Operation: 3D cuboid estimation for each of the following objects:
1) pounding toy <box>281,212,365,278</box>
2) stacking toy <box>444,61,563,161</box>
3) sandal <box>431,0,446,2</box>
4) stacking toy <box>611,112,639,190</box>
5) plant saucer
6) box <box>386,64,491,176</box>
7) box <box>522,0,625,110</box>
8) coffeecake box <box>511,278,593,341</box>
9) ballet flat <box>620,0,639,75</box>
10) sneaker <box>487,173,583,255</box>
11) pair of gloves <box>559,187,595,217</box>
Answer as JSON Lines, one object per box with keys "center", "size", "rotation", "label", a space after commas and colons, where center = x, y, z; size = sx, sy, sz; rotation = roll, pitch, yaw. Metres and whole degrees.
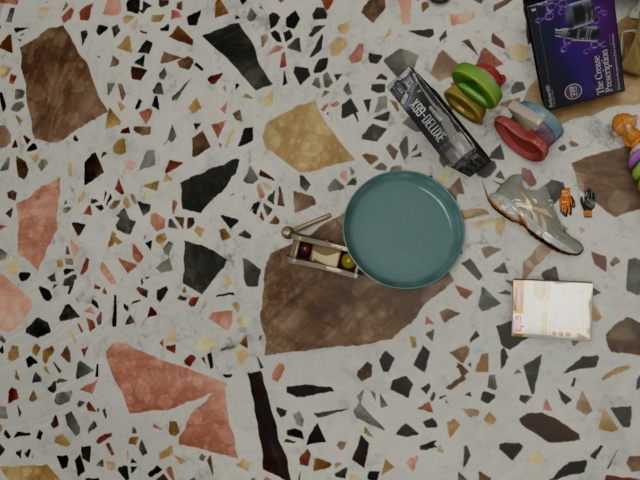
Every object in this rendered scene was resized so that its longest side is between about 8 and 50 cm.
{"center": [0.000, 0.000, 1.691], "size": [0.269, 0.154, 0.155], "rotation": [15, 94, 18], "label": "pounding toy"}
{"center": [0.454, -0.345, 1.488], "size": [0.309, 0.279, 0.130], "rotation": [40, 90, 17], "label": "stacking toy"}
{"center": [0.316, -0.744, 1.648], "size": [0.090, 0.060, 0.219], "rotation": [9, 92, 19], "label": "sandal"}
{"center": [0.782, -0.178, 1.442], "size": [0.175, 0.166, 0.302], "rotation": [-41, 65, 25], "label": "stacking toy"}
{"center": [0.216, -0.028, 1.625], "size": [0.318, 0.044, 0.317], "rotation": [0, 78, -2], "label": "plant saucer"}
{"center": [0.297, -0.279, 1.514], "size": [0.076, 0.307, 0.242], "rotation": [-39, 76, 18], "label": "box"}
{"center": [0.597, -0.462, 1.461], "size": [0.184, 0.103, 0.261], "rotation": [-12, 119, 21], "label": "box"}
{"center": [0.571, 0.169, 1.535], "size": [0.185, 0.068, 0.142], "rotation": [2, 90, 19], "label": "coffeecake box"}
{"center": [0.743, -0.496, 1.440], "size": [0.073, 0.080, 0.232], "rotation": [23, 134, 31], "label": "ballet flat"}
{"center": [0.552, -0.068, 1.536], "size": [0.262, 0.099, 0.121], "rotation": [39, 97, 15], "label": "sneaker"}
{"center": [0.641, -0.095, 1.548], "size": [0.083, 0.010, 0.074], "rotation": [3, 89, 18], "label": "pair of gloves"}
